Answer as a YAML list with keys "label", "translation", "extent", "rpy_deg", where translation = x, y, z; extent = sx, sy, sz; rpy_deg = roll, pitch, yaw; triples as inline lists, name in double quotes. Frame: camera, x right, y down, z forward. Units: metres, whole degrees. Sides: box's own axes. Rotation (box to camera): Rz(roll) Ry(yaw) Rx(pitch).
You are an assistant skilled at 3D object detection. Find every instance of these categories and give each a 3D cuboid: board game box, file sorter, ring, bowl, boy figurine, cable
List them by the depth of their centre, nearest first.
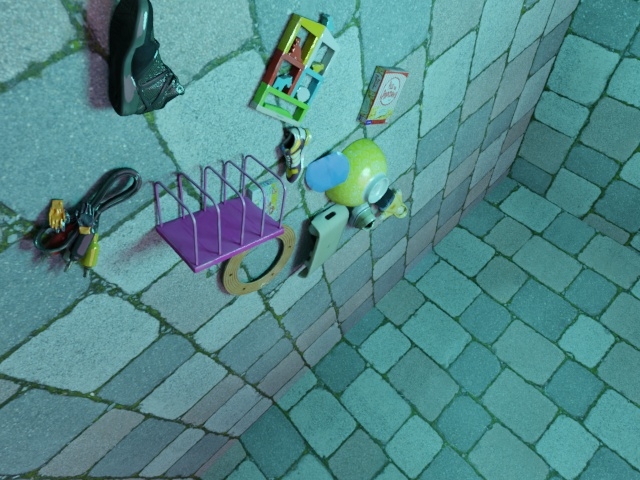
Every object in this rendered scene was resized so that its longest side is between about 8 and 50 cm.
- label: "cable"
  translation: [-0.528, -0.055, 0.916]
  extent: [0.139, 0.072, 0.287]
  rpy_deg: [31, 86, -36]
- label: "file sorter"
  translation: [-0.262, -0.090, 1.085]
  extent: [0.290, 0.202, 0.182]
  rpy_deg: [-27, 143, -37]
- label: "board game box"
  translation: [-0.191, -0.123, 1.335]
  extent: [0.103, 0.026, 0.154]
  rpy_deg: [-29, 147, -34]
- label: "board game box"
  translation: [0.219, -0.508, 1.428]
  extent: [0.146, 0.045, 0.194]
  rpy_deg: [-21, 142, -44]
- label: "board game box"
  translation: [0.023, -0.251, 1.464]
  extent: [0.168, 0.033, 0.133]
  rpy_deg: [-25, 132, -3]
- label: "ring"
  translation: [-0.229, 0.069, 1.528]
  extent: [0.336, 0.032, 0.337]
  rpy_deg: [-36, 150, -25]
- label: "bowl"
  translation: [0.175, -0.237, 1.596]
  extent: [0.289, 0.156, 0.289]
  rpy_deg: [-36, 151, -25]
- label: "boy figurine"
  translation: [0.351, -0.172, 2.020]
  extent: [0.177, 0.092, 0.285]
  rpy_deg: [-55, 150, 6]

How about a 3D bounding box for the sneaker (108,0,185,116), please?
- label: "sneaker"
  translation: [-0.326, -0.349, 0.777]
  extent: [0.130, 0.087, 0.228]
  rpy_deg: [-23, 147, -44]

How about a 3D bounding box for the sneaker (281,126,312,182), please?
- label: "sneaker"
  translation: [-0.092, -0.266, 1.265]
  extent: [0.083, 0.069, 0.186]
  rpy_deg: [-9, 128, -40]

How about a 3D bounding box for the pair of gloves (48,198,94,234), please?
- label: "pair of gloves"
  translation: [-0.532, -0.050, 0.868]
  extent: [0.083, 0.010, 0.074]
  rpy_deg: [4, 96, -26]

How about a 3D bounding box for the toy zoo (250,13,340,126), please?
- label: "toy zoo"
  translation: [-0.053, -0.464, 1.092]
  extent: [0.192, 0.030, 0.293]
  rpy_deg: [0, 126, -56]

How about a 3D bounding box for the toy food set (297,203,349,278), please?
- label: "toy food set"
  translation: [0.000, 0.000, 1.741]
  extent: [0.219, 0.092, 0.306]
  rpy_deg: [-38, 155, -45]

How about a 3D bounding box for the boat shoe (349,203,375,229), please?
- label: "boat shoe"
  translation: [0.193, -0.087, 1.819]
  extent: [0.109, 0.094, 0.302]
  rpy_deg: [-32, 169, 2]
